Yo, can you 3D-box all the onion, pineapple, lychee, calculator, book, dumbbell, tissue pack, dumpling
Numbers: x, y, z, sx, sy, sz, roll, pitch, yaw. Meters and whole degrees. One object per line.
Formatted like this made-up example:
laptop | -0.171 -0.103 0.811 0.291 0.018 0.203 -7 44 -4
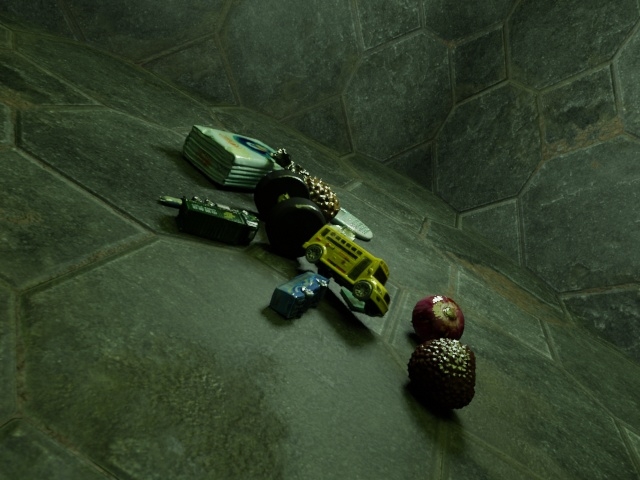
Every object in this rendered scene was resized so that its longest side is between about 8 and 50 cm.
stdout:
onion | 0.382 0.265 1.768 0.177 0.153 0.177 3 43 -3
pineapple | -0.073 -0.218 2.179 0.361 0.175 0.175 48 15 -14
lychee | 0.324 0.350 1.453 0.188 0.188 0.188 26 20 -10
calculator | 0.107 -0.093 2.440 0.295 0.042 0.184 36 20 9
book | 0.140 0.204 1.779 0.135 0.017 0.103 16 23 -32
dumbbell | -0.112 -0.100 1.899 0.203 0.204 0.322 20 22 -26
tissue pack | -0.326 -0.327 2.230 0.287 0.162 0.388 37 20 29
dumpling | 0.035 0.021 1.940 0.155 0.111 0.181 31 31 18

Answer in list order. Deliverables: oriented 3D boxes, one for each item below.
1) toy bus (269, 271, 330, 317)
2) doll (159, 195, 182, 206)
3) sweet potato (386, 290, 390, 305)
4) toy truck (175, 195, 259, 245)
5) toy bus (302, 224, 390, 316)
toy bus | -0.053 0.148 1.551 0.094 0.079 0.236 33 19 15
doll | -0.454 -0.121 1.732 0.125 0.027 0.037 12 33 -41
sweet potato | 0.226 0.199 1.893 0.034 0.034 0.095 22 31 -20
toy truck | -0.315 -0.060 1.692 0.259 0.088 0.121 15 23 -33
toy bus | 0.100 0.093 1.698 0.330 0.152 0.144 36 -12 35
